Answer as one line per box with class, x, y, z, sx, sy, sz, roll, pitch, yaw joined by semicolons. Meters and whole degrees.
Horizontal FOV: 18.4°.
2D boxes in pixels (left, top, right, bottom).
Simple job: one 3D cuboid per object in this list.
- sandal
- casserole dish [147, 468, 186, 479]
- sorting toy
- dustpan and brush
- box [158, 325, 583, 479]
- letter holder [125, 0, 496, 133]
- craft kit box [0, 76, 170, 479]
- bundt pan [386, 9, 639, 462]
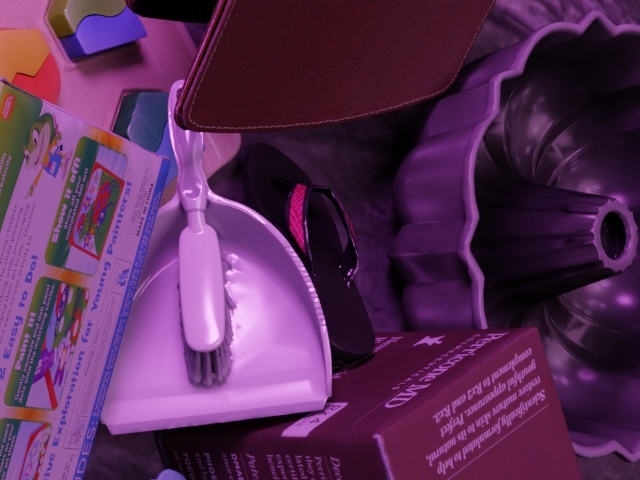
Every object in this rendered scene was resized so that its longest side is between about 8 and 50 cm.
sandal;0.000;0.000;1.310;0.067;0.040;0.179;9;43;-38
casserole dish;-0.109;0.234;1.209;0.114;0.037;0.188;39;50;-60
sorting toy;-0.149;-0.083;1.233;0.208;0.038;0.193;-43;116;-37
dustpan and brush;-0.075;0.004;1.223;0.060;0.147;0.211;80;3;-65
box;0.039;0.163;1.279;0.168;0.203;0.167;-29;107;-43
letter holder;-0.012;-0.198;1.289;0.302;0.152;0.214;-13;133;-51
craft kit box;-0.176;0.050;1.073;0.246;0.061;0.250;29;76;-75
bundt pan;0.173;0.001;1.478;0.331;0.124;0.330;6;82;-44
